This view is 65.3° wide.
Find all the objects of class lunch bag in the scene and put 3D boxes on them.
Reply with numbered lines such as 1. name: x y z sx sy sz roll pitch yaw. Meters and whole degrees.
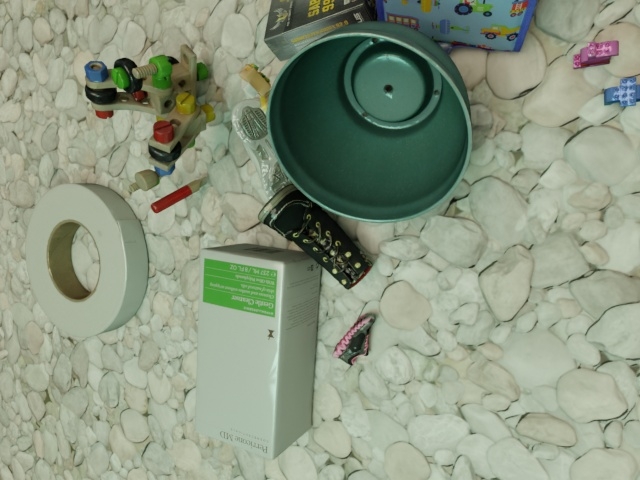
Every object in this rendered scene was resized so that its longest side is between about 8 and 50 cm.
1. lunch bag: 0.188 -0.365 0.689 0.220 0.293 0.138 12 67 13

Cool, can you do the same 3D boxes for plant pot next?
1. plant pot: 0.090 -0.201 0.763 0.292 0.196 0.293 13 134 14

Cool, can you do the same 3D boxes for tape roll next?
1. tape roll: -0.595 0.047 1.260 0.391 0.072 0.393 3 96 28

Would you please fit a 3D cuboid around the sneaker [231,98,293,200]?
1. sneaker: -0.094 -0.161 0.968 0.090 0.115 0.232 -25 105 -6

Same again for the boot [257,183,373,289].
1. boot: 0.001 -0.001 0.849 0.085 0.236 0.178 -46 77 7

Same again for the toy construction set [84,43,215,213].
1. toy construction set: -0.289 -0.242 1.006 0.257 0.237 0.309 22 133 35

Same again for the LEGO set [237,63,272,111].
1. LEGO set: -0.015 -0.206 0.887 0.107 0.132 0.287 -29 104 22

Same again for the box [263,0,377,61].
1. box: 0.008 -0.429 0.838 0.182 0.056 0.231 -6 63 28

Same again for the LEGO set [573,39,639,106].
1. LEGO set: 0.456 -0.227 0.652 0.227 0.093 0.087 0 95 28

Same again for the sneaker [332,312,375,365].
1. sneaker: 0.074 0.188 0.935 0.057 0.047 0.119 37 116 4

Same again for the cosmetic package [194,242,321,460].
1. cosmetic package: -0.121 0.200 0.973 0.196 0.155 0.366 6 97 26
